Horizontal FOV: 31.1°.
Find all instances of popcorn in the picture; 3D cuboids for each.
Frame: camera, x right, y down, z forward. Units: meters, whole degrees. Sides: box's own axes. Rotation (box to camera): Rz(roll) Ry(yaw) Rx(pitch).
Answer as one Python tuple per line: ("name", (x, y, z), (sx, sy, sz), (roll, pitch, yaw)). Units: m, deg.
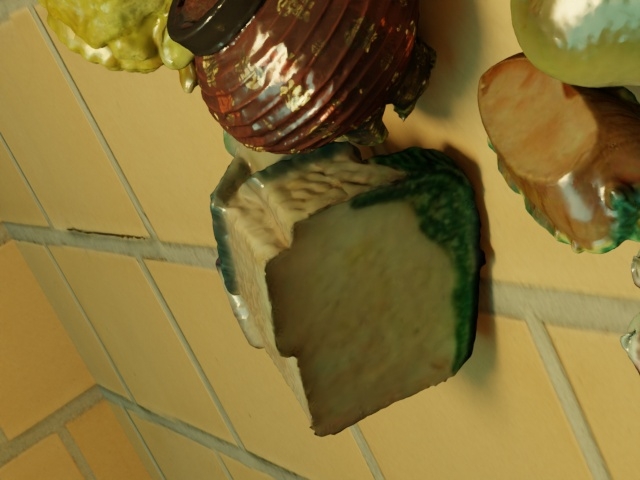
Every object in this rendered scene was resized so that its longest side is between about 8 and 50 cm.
("popcorn", (-0.187, -0.296, 1.226), (0.258, 0.224, 0.270), (23, 134, 39))

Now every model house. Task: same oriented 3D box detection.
("model house", (-0.002, 0.002, 1.248), (0.284, 0.243, 0.298), (43, 150, 45))

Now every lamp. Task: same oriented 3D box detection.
("lamp", (-0.011, -0.185, 1.041), (0.247, 0.247, 0.247), (42, 152, 28))

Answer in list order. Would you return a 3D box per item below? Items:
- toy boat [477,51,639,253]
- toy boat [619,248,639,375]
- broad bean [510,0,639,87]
("toy boat", (0.169, -0.088, 0.849), (0.099, 0.108, 0.293), (34, -164, -22))
("toy boat", (0.342, 0.092, 0.923), (0.227, 0.085, 0.155), (46, 148, 46))
("broad bean", (0.243, -0.176, 0.709), (0.263, 0.121, 0.189), (1, 98, 46))
